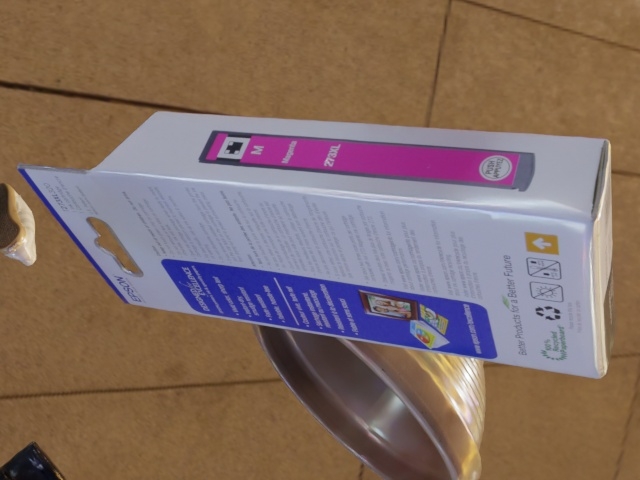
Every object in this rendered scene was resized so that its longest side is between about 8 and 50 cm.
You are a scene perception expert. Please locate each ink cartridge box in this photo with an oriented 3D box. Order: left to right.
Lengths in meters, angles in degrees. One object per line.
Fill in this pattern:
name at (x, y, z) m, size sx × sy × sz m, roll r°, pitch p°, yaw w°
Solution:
ink cartridge box at (0.000, 0.000, 0.612) m, size 0.176 × 0.371 × 0.069 m, roll 66°, pitch 35°, yaw -51°

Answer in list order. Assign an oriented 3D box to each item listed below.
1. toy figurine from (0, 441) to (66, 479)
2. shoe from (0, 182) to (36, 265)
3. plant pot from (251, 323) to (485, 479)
toy figurine at (-0.283, 0.114, 0.568) m, size 0.148 × 0.209 × 0.213 m, roll -39°, pitch 141°, yaw -20°
shoe at (-0.530, -0.027, 1.587) m, size 0.076 × 0.219 × 0.058 m, roll -43°, pitch 130°, yaw 3°
plant pot at (0.059, 0.104, 0.790) m, size 0.110 × 0.237 × 0.237 m, roll -42°, pitch 125°, yaw -22°
